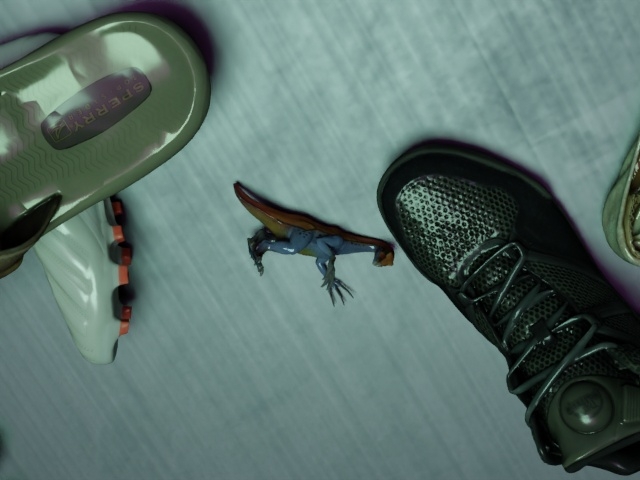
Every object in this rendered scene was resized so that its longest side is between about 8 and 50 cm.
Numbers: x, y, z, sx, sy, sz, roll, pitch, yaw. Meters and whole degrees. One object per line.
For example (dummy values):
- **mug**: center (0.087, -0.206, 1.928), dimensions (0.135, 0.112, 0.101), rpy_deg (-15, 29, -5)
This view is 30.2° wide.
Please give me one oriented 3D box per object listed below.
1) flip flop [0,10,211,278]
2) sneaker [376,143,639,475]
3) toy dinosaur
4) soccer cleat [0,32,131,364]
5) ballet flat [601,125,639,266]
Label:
- **flip flop**: center (-0.177, -0.022, 0.614), dimensions (0.277, 0.080, 0.112), rpy_deg (-33, 103, -2)
- **sneaker**: center (0.122, 0.041, 0.654), dimensions (0.087, 0.130, 0.227), rpy_deg (-40, 99, 15)
- **toy dinosaur**: center (0.000, 0.000, 0.699), dimensions (0.082, 0.047, 0.090), rpy_deg (-16, 97, -8)
- **soccer cleat**: center (-0.155, -0.021, 0.690), dimensions (0.076, 0.068, 0.196), rpy_deg (-8, 101, -6)
- **ballet flat**: center (0.202, -0.061, 0.649), dimensions (0.057, 0.052, 0.168), rpy_deg (14, 110, 0)
